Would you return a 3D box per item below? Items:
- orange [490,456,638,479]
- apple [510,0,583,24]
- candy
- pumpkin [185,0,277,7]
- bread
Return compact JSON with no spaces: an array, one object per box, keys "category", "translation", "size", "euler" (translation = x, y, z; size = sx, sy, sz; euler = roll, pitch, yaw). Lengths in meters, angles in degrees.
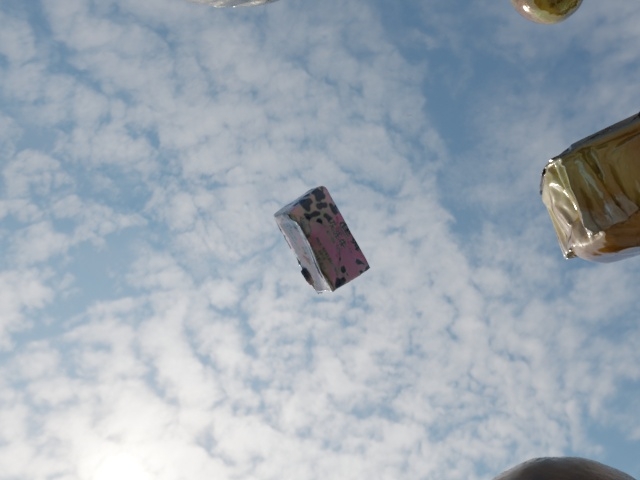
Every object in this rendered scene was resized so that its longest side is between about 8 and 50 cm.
[{"category":"orange","translation":[0.347,0.452,0.693],"size":[0.335,0.262,0.196],"euler":[-37,-86,30]},{"category":"apple","translation":[0.347,-0.386,0.716],"size":[0.102,0.114,0.099],"euler":[27,-96,-49]},{"category":"candy","translation":[0.000,0.000,0.759],"size":[0.092,0.073,0.160],"euler":[-34,-80,-28]},{"category":"pumpkin","translation":[-0.070,-0.275,0.278],"size":[0.216,0.250,0.249],"euler":[29,-69,21]},{"category":"bread","translation":[0.330,-0.062,0.407],"size":[0.241,0.136,0.107],"euler":[-23,-110,13]}]
